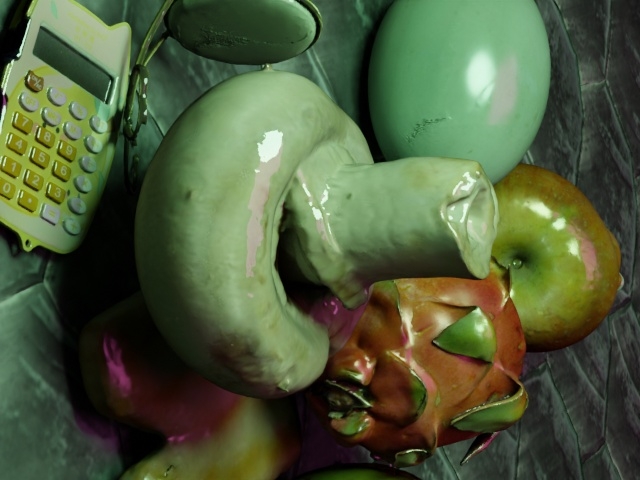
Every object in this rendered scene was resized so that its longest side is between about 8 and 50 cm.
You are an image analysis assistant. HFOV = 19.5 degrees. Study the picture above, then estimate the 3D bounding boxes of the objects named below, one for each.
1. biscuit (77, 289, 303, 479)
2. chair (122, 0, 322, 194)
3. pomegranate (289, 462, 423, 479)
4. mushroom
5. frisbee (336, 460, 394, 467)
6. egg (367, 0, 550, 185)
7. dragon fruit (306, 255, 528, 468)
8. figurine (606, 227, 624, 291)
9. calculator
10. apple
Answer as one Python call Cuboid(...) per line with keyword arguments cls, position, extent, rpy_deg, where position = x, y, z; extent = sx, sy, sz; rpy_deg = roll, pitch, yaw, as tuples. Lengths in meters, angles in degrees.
Cuboid(cls="biscuit", position=(-0.115, 0.144, 1.726), extent=(0.291, 0.062, 0.236), rpy_deg=(-33, 114, -57))
Cuboid(cls="chair", position=(-0.083, -0.201, 1.698), extent=(0.160, 0.170, 0.325), rpy_deg=(120, -23, -65))
Cuboid(cls="pomegranate", position=(0.053, 0.357, 1.825), extent=(0.231, 0.231, 0.285), rpy_deg=(-30, 112, -56))
Cuboid(cls="mushroom", position=(0.000, 0.000, 1.598), extent=(0.292, 0.290, 0.292), rpy_deg=(-23, 116, -60))
Cuboid(cls="frisbee", position=(0.080, 0.274, 2.089), extent=(0.211, 0.012, 0.187), rpy_deg=(-56, 133, -47))
Cuboid(cls="egg", position=(0.155, -0.182, 2.077), extent=(0.203, 0.203, 0.282), rpy_deg=(39, 57, -51))
Cuboid(cls="dragon fruit", position=(0.088, 0.115, 1.798), extent=(0.227, 0.224, 0.224), rpy_deg=(-32, 120, -15))
Cuboid(cls="figurine", position=(0.283, 0.014, 2.366), extent=(0.271, 0.143, 0.143), rpy_deg=(31, 57, -25))
Cuboid(cls="calculator", position=(-0.231, -0.102, 1.592), extent=(0.157, 0.033, 0.236), rpy_deg=(37, 59, -53))
Cuboid(cls="apple", position=(0.240, 0.017, 2.199), extent=(0.173, 0.210, 0.234), rpy_deg=(-46, 117, -76))
